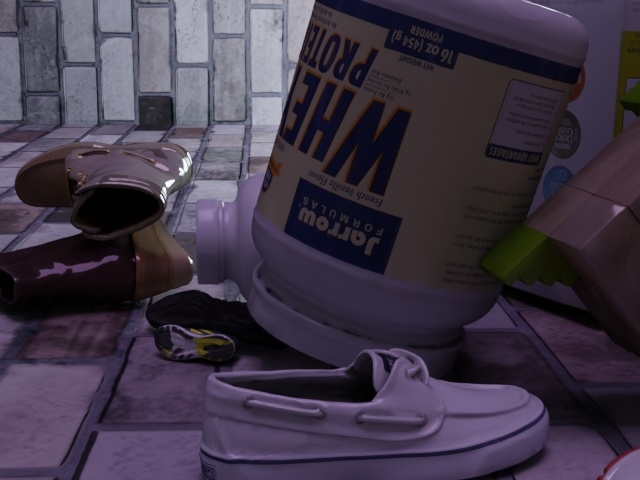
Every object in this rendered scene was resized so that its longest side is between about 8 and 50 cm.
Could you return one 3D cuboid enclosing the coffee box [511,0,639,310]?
[{"bbox_3d":[0.348,-0.120,1.245,0.338,0.334,0.337,-4,12,-29],"label":"coffee box"}]

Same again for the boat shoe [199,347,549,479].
[{"bbox_3d":[0.044,0.118,0.738,0.258,0.084,0.095,-4,13,-19],"label":"boat shoe"}]

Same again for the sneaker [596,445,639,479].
[{"bbox_3d":[0.269,0.156,0.632,0.221,0.087,0.128,-24,34,-35],"label":"sneaker"}]

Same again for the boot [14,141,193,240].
[{"bbox_3d":[-0.261,-0.054,1.181,0.213,0.077,0.165,-5,22,7],"label":"boot"}]

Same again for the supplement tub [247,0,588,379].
[{"bbox_3d":[0.074,-0.066,0.923,0.235,0.325,0.235,16,14,-4],"label":"supplement tub"}]

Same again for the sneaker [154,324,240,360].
[{"bbox_3d":[-0.113,0.096,0.972,0.083,0.031,0.035,9,1,19],"label":"sneaker"}]

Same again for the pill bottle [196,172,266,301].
[{"bbox_3d":[0.000,0.000,1.128,0.264,0.146,0.146,-1,13,-4],"label":"pill bottle"}]

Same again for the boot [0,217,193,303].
[{"bbox_3d":[-0.279,0.009,1.201,0.206,0.090,0.248,-4,17,-28],"label":"boot"}]

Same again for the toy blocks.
[{"bbox_3d":[0.358,-0.007,0.850,0.381,0.261,0.191,-42,20,-4],"label":"toy blocks"}]

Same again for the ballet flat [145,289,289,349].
[{"bbox_3d":[-0.105,0.082,1.024,0.173,0.049,0.057,4,43,37],"label":"ballet flat"}]
